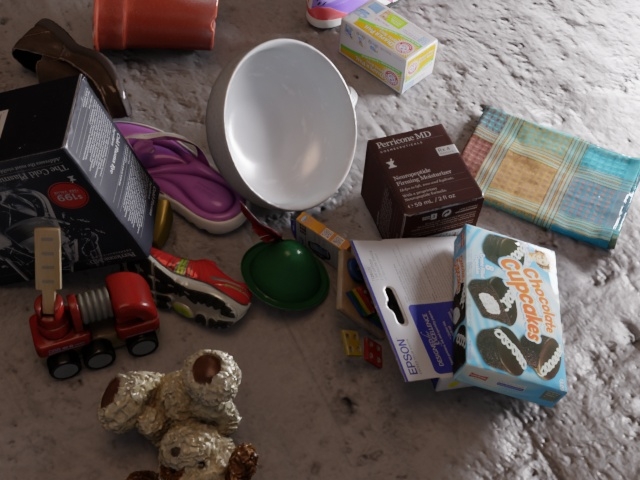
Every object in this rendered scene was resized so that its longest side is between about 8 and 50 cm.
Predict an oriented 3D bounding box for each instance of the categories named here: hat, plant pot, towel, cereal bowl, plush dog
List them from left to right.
[{"bbox_3d":[-0.336,-0.028,1.827,0.081,0.081,0.083,3,64,-1],"label":"plant pot"},{"bbox_3d":[-0.365,-0.546,2.117,0.265,0.272,0.272,6,53,-8],"label":"plant pot"},{"bbox_3d":[-0.210,0.322,1.535,0.262,0.210,0.225,-17,66,19],"label":"plush dog"},{"bbox_3d":[-0.094,-0.226,1.876,0.141,0.339,0.339,3,39,51],"label":"cereal bowl"},{"bbox_3d":[-0.046,0.010,1.714,0.173,0.183,0.208,42,43,17],"label":"hat"},{"bbox_3d":[0.479,-0.140,1.980,0.370,0.040,0.271,22,54,13],"label":"towel"}]

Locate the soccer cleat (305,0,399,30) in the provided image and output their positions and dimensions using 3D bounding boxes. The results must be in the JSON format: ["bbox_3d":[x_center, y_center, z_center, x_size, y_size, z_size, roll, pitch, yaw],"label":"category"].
[{"bbox_3d":[0.105,-0.619,2.271,0.318,0.116,0.108,-28,59,-22],"label":"soccer cleat"}]

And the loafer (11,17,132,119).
[{"bbox_3d":[-0.545,-0.351,2.040,0.130,0.134,0.366,-39,54,-23],"label":"loafer"}]

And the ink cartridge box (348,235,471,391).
[{"bbox_3d":[0.224,0.126,1.704,0.307,0.072,0.303,-4,54,-24],"label":"ink cartridge box"}]

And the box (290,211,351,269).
[{"bbox_3d":[0.000,0.000,1.820,0.136,0.081,0.028,36,63,21],"label":"box"}]

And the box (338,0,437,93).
[{"bbox_3d":[0.153,-0.448,2.154,0.203,0.103,0.114,38,60,23],"label":"box"}]

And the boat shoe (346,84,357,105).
[{"bbox_3d":[-0.004,-0.289,2.042,0.226,0.076,0.083,-37,63,-27],"label":"boat shoe"}]

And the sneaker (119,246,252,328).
[{"bbox_3d":[-0.255,0.072,1.761,0.279,0.107,0.118,27,38,13],"label":"sneaker"}]

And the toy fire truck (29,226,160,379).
[{"bbox_3d":[-0.404,0.095,1.623,0.217,0.246,0.158,-15,56,-14],"label":"toy fire truck"}]

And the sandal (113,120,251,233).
[{"bbox_3d":[-0.316,-0.160,1.911,0.416,0.102,0.169,27,56,16],"label":"sandal"}]

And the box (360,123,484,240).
[{"bbox_3d":[0.195,-0.089,1.845,0.168,0.167,0.203,-14,55,-13],"label":"box"}]

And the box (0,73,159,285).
[{"bbox_3d":[-0.511,-0.094,1.664,0.343,0.312,0.179,-10,52,15],"label":"box"}]

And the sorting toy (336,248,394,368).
[{"bbox_3d":[0.088,0.101,1.721,0.046,0.132,0.274,-24,45,32],"label":"sorting toy"}]

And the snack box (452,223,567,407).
[{"bbox_3d":[0.332,0.127,1.662,0.187,0.060,0.322,17,47,-10],"label":"snack box"}]
